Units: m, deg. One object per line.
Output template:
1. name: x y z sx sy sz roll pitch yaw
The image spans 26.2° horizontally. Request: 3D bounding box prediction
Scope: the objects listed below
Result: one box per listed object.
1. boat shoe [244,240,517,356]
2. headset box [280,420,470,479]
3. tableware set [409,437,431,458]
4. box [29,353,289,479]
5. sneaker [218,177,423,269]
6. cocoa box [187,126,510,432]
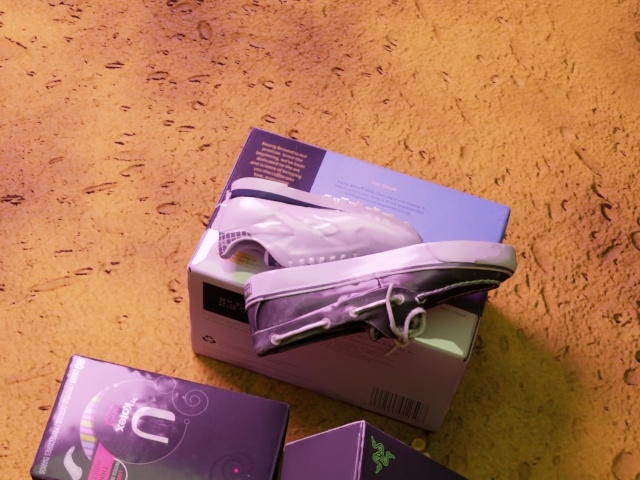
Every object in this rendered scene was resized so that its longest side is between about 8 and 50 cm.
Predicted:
1. boat shoe: 0.071 0.071 1.528 0.306 0.113 0.104 -8 73 -3
2. headset box: 0.072 0.364 1.517 0.283 0.131 0.246 34 50 -33
3. tableware set: 0.065 0.286 1.715 0.154 0.024 0.104 -16 58 -14
4. box: -0.186 0.262 1.631 0.270 0.143 0.165 12 58 1
5. sneaker: 0.000 0.000 1.584 0.235 0.090 0.094 11 72 7
6. cocoa box: 0.033 0.050 1.732 0.347 0.231 0.228 18 59 6
